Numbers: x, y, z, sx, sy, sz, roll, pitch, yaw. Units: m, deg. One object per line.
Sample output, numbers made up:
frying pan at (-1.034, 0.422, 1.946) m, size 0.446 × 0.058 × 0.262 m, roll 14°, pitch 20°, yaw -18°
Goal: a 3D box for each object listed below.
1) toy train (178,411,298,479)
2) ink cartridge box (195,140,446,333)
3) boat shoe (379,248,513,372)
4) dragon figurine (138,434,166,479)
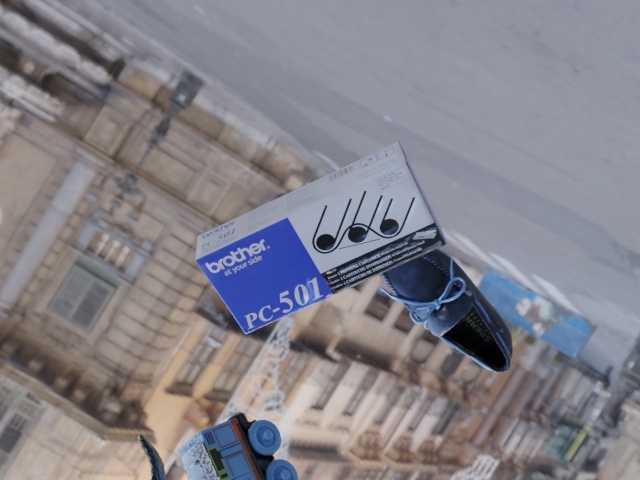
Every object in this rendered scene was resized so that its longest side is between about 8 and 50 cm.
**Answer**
toy train at (-0.080, 0.284, 0.961) m, size 0.105 × 0.080 × 0.184 m, roll -13°, pitch -111°, yaw -40°
ink cartridge box at (0.000, 0.000, 0.784) m, size 0.097 × 0.207 × 0.046 m, roll 60°, pitch -169°, yaw -29°
boat shoe at (0.184, 0.087, 1.183) m, size 0.258 × 0.109 × 0.089 m, roll 34°, pitch -158°, yaw -18°
dragon figurine at (-0.183, 0.272, 0.577) m, size 0.085 × 0.289 × 0.144 m, roll 5°, pitch 163°, yaw 44°
